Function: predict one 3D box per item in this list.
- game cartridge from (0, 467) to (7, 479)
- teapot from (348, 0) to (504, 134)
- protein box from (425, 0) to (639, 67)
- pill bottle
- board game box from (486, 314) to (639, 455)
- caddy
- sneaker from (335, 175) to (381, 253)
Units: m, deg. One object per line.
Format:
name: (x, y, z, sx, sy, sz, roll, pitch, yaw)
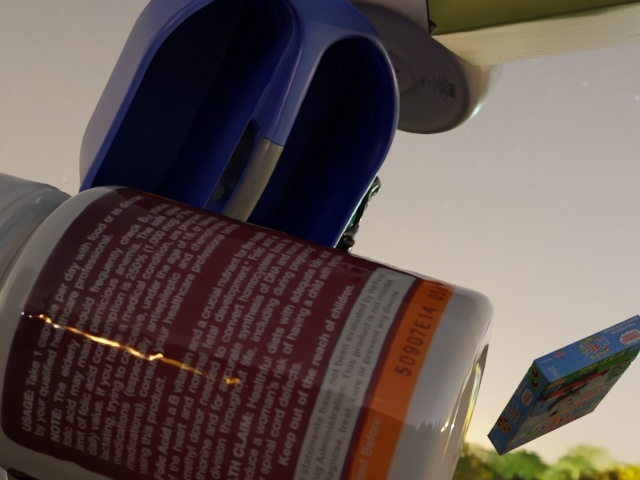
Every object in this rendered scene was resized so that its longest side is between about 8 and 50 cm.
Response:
game cartridge: (-0.352, 0.232, 0.938, 0.060, 0.294, 0.196, 0, -28, -38)
teapot: (0.119, -0.265, 1.146, 0.252, 0.187, 0.256, 42, -26, -19)
protein box: (0.202, -0.240, 0.829, 0.199, 0.136, 0.201, -6, 0, 19)
pill bottle: (-0.094, 0.089, 0.692, 0.392, 0.224, 0.224, 17, -12, 14)
board game box: (0.311, 0.186, 1.237, 0.160, 0.039, 0.211, -19, -29, -21)
caddy: (-0.079, -0.078, 0.881, 0.241, 0.341, 0.179, 20, 20, -26)
sneaker: (0.000, 0.000, 1.071, 0.123, 0.296, 0.178, 5, -43, -13)
